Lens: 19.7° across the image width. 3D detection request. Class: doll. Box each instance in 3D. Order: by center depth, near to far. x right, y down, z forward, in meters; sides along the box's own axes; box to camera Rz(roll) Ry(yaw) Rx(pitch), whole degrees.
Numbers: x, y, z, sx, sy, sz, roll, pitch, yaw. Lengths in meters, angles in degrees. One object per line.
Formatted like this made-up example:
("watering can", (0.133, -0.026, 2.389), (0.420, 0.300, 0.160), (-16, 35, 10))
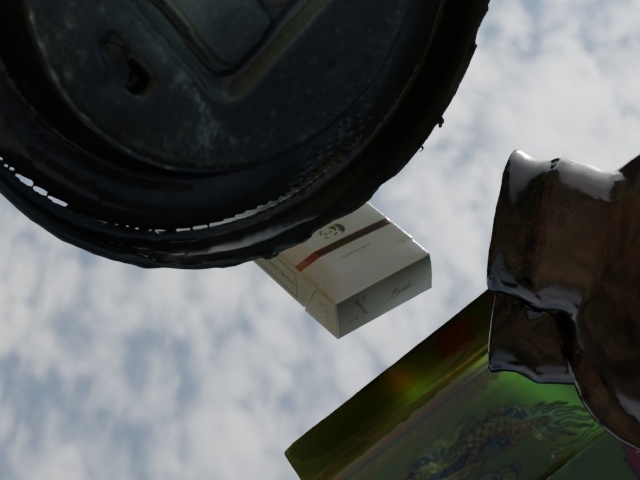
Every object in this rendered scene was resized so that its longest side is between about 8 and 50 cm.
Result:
("doll", (0.186, 0.028, 0.625), (0.182, 0.257, 0.117), (79, 16, -60))

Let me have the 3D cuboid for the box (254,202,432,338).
("box", (0.000, 0.000, 1.305), (0.154, 0.084, 0.040), (41, -34, 39))

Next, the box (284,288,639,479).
("box", (0.133, 0.154, 0.915), (0.173, 0.311, 0.043), (-38, -147, -1))

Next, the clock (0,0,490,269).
("clock", (-0.067, -0.174, 1.059), (0.076, 0.386, 0.386), (26, -80, 54))
